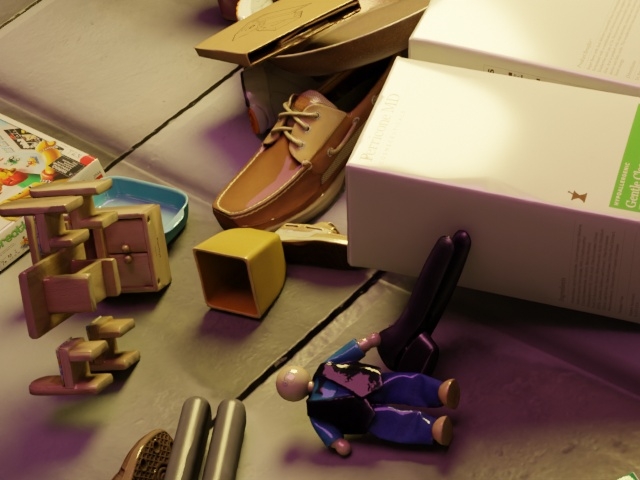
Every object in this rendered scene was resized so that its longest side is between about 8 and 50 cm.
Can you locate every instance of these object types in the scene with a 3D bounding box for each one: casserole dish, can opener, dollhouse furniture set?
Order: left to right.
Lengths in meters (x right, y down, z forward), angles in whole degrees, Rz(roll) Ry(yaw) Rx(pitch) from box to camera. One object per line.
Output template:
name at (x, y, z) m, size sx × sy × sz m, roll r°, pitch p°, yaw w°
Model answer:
dollhouse furniture set at (-0.296, 0.039, 1.790) m, size 0.161 × 0.212 × 0.242 m, roll -3°, pitch 14°, yaw 19°
casserole dish at (-0.244, -0.026, 1.979) m, size 0.188 × 0.037 × 0.114 m, roll 14°, pitch 48°, yaw 35°
can opener at (-0.126, 0.248, 1.534) m, size 0.076 × 0.095 × 0.283 m, roll 3°, pitch 41°, yaw 7°
can opener at (0.111, 0.067, 1.604) m, size 0.073 × 0.186 × 0.059 m, roll 33°, pitch 29°, yaw 22°

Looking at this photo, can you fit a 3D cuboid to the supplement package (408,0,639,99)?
supplement package at (0.264, -0.183, 1.772) m, size 0.293 × 0.175 × 0.177 m, roll 15°, pitch 49°, yaw 17°

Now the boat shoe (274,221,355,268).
boat shoe at (0.000, 0.000, 1.824) m, size 0.135 × 0.050 × 0.045 m, roll 7°, pitch 50°, yaw 31°

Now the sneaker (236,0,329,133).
sneaker at (-0.046, -0.244, 2.124) m, size 0.121 × 0.099 × 0.262 m, roll -10°, pitch 46°, yaw 1°

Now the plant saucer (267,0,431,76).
plant saucer at (0.072, -0.279, 1.980) m, size 0.311 × 0.050 × 0.310 m, roll -22°, pitch 19°, yaw 8°

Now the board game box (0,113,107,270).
board game box at (-0.449, -0.078, 2.123) m, size 0.193 × 0.053 × 0.305 m, roll -41°, pitch 42°, yaw -25°

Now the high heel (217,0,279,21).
high heel at (-0.012, -0.397, 2.208) m, size 0.377 × 0.181 × 0.127 m, roll 0°, pitch 42°, yaw 25°

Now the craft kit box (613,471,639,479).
craft kit box at (0.207, 0.336, 1.315) m, size 0.250 × 0.061 × 0.246 m, roll -24°, pitch 40°, yaw -4°

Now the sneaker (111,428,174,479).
sneaker at (-0.205, 0.261, 1.582) m, size 0.071 × 0.066 × 0.188 m, roll -14°, pitch 29°, yaw 27°

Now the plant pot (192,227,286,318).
plant pot at (-0.084, 0.029, 1.808) m, size 0.081 × 0.081 × 0.083 m, roll 11°, pitch 35°, yaw 34°

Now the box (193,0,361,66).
box at (-0.058, -0.270, 2.003) m, size 0.164 × 0.021 × 0.201 m, roll -29°, pitch 20°, yaw -16°

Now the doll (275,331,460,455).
doll at (0.044, 0.155, 1.587) m, size 0.189 × 0.046 × 0.129 m, roll 7°, pitch 77°, yaw 23°

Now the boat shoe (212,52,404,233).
boat shoe at (-0.008, -0.131, 1.931) m, size 0.324 × 0.120 × 0.123 m, roll -40°, pitch 42°, yaw -25°

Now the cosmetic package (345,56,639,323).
cosmetic package at (0.226, -0.050, 1.634) m, size 0.366 × 0.155 × 0.197 m, roll 11°, pitch 47°, yaw 13°
